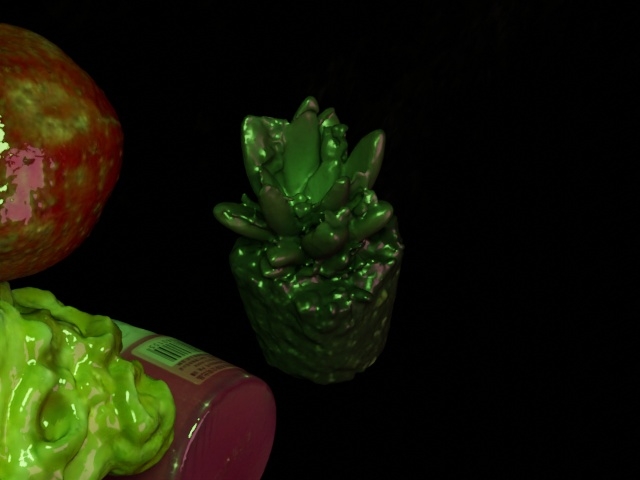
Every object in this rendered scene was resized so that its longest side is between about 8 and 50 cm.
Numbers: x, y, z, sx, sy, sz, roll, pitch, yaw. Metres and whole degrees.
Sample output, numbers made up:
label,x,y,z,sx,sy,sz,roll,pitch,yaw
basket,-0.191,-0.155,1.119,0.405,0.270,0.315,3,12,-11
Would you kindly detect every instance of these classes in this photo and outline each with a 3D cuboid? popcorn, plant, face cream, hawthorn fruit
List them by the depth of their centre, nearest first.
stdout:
label,x,y,z,sx,sy,sz,roll,pitch,yaw
hawthorn fruit,-0.264,-0.072,1.491,0.250,0.215,0.215,-21,126,-57
popcorn,-0.277,0.146,1.613,0.286,0.174,0.225,-26,111,-30
face cream,-0.168,0.185,1.829,0.175,0.195,0.175,-37,138,-43
plant,0.000,0.000,2.024,0.194,0.182,0.320,-47,150,-35
